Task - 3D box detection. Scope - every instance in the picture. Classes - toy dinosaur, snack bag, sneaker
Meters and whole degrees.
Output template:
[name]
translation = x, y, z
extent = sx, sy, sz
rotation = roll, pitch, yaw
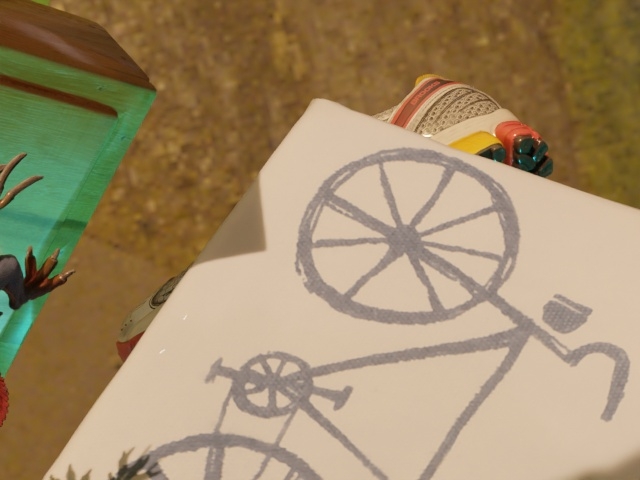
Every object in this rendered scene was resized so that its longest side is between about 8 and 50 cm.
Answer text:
[toy dinosaur]
translation = -0.097, 0.005, 0.465
extent = 0.082, 0.047, 0.090
rotation = 35, 46, -70
[snack bag]
translation = 0.077, 0.102, 0.593
extent = 0.323, 0.342, 0.037
rotation = -57, 157, -36
[sneaker]
translation = 0.000, 0.000, 0.856
extent = 0.093, 0.225, 0.088
rotation = 51, -11, 42

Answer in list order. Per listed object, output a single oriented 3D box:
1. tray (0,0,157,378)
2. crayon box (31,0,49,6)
[tray]
translation = -0.280, -0.035, 0.678
extent = 0.411, 0.203, 0.076
rotation = 14, 24, -42
[crayon box]
translation = -0.192, -0.313, 1.035
extent = 0.313, 0.106, 0.363
rotation = -117, -143, -81
